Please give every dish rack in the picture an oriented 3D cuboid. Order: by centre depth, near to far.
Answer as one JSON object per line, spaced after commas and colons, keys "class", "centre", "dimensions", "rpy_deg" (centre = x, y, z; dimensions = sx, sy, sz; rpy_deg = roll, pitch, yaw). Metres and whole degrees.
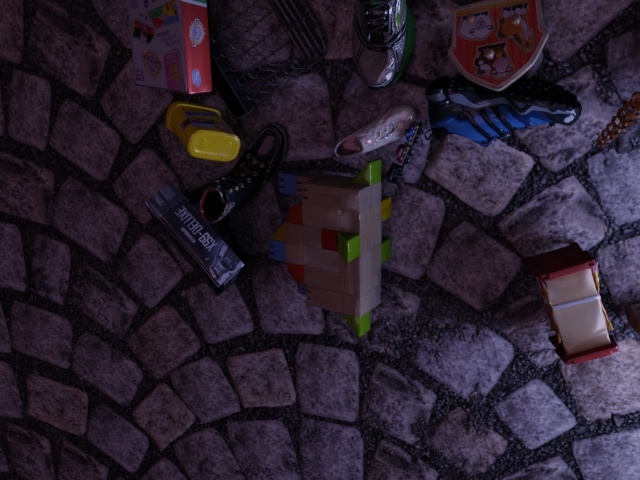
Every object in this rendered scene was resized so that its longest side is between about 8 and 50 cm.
{"class": "dish rack", "centre": [-0.129, -0.419, 1.639], "dimensions": [0.272, 0.074, 0.208], "rpy_deg": [-29, 96, 27]}

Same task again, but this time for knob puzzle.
{"class": "knob puzzle", "centre": [0.335, -0.379, 1.436], "dimensions": [0.213, 0.030, 0.213], "rpy_deg": [-6, 74, 23]}

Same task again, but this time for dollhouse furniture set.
{"class": "dollhouse furniture set", "centre": [0.623, 0.092, 1.495], "dimensions": [0.374, 0.152, 0.201], "rpy_deg": [-16, 101, 8]}

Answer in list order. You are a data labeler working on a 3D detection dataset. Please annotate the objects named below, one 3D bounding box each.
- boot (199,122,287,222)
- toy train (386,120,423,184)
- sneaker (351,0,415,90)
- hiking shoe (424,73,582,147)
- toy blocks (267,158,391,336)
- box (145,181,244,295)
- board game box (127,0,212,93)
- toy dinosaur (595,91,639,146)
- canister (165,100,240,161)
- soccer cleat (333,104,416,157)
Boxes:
{"class": "boot", "centre": [-0.172, -0.147, 1.689], "dimensions": [0.085, 0.178, 0.236], "rpy_deg": [37, 117, 6]}
{"class": "toy train", "centre": [0.178, -0.188, 1.604], "dimensions": [0.036, 0.027, 0.158], "rpy_deg": [14, 126, -12]}
{"class": "sneaker", "centre": [0.109, -0.468, 1.485], "dimensions": [0.134, 0.146, 0.343], "rpy_deg": [7, 111, 20]}
{"class": "hiking shoe", "centre": [0.359, -0.250, 1.495], "dimensions": [0.304, 0.113, 0.132], "rpy_deg": [11, 127, 24]}
{"class": "toy blocks", "centre": [0.000, 0.000, 1.694], "dimensions": [0.261, 0.191, 0.381], "rpy_deg": [10, 111, 31]}
{"class": "box", "centre": [-0.286, 0.006, 1.733], "dimensions": [0.076, 0.307, 0.242], "rpy_deg": [-42, 90, -12]}
{"class": "board game box", "centre": [-0.338, -0.491, 1.646], "dimensions": [0.242, 0.064, 0.316], "rpy_deg": [20, 118, 46]}
{"class": "toy dinosaur", "centre": [0.669, -0.253, 1.361], "dimensions": [0.322, 0.164, 0.218], "rpy_deg": [-32, 79, 46]}
{"class": "canister", "centre": [-0.261, -0.243, 1.678], "dimensions": [0.170, 0.126, 0.073], "rpy_deg": [50, 127, 50]}
{"class": "soccer cleat", "centre": [0.116, -0.225, 1.605], "dimensions": [0.196, 0.076, 0.068], "rpy_deg": [-26, 97, 27]}
